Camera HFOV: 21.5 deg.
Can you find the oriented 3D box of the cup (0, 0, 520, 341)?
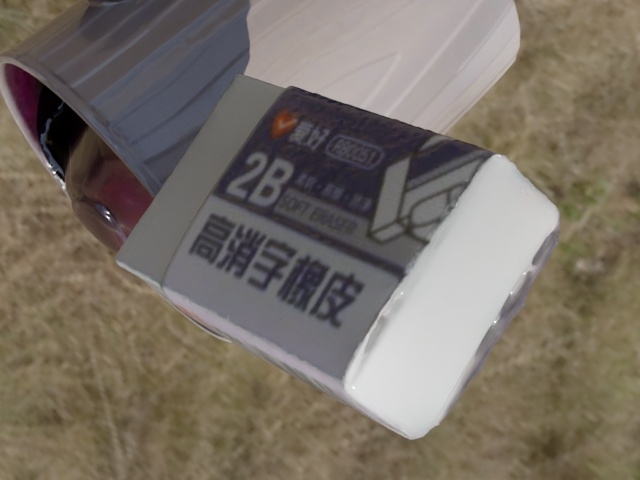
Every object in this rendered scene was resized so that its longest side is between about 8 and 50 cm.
[{"bbox_3d":[-0.056,-0.124,1.040,0.273,0.208,0.288,-42,97,-15],"label":"cup"}]

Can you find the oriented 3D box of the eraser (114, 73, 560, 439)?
[{"bbox_3d":[0.000,0.000,0.795,0.068,0.210,0.124,37,82,-38],"label":"eraser"}]
